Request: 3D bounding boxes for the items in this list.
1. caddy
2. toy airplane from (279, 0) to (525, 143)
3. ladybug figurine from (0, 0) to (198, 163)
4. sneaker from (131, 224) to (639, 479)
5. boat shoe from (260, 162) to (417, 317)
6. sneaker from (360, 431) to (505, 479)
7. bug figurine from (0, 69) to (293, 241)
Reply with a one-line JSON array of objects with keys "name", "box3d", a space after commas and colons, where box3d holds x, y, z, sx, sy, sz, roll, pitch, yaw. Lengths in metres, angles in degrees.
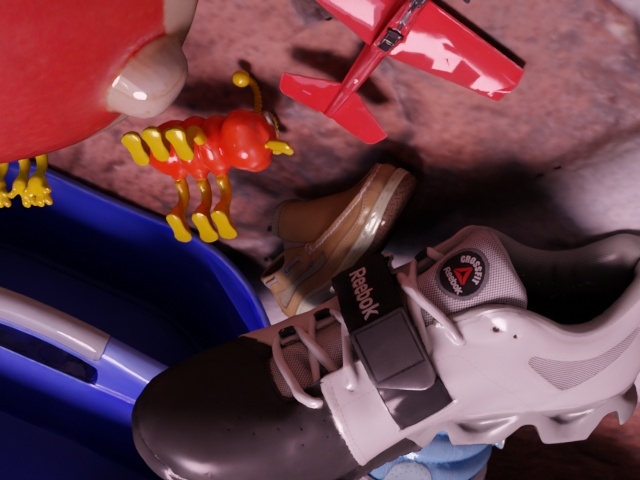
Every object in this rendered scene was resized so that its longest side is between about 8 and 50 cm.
[{"name": "caddy", "box3d": [-0.198, 0.080, 0.929, 0.341, 0.241, 0.179, 24, 153, -4]}, {"name": "toy airplane", "box3d": [0.028, -0.104, 0.730, 0.151, 0.028, 0.151, 16, 145, 11]}, {"name": "ladybug figurine", "box3d": [-0.257, -0.180, 0.583, 0.449, 0.162, 0.305, 31, 129, 4]}, {"name": "sneaker", "box3d": [0.050, 0.054, 0.790, 0.331, 0.122, 0.146, -10, 136, -20]}, {"name": "boat shoe", "box3d": [0.000, 0.000, 0.866, 0.072, 0.068, 0.190, 38, 145, 3]}, {"name": "sneaker", "box3d": [0.078, 0.152, 0.994, 0.127, 0.208, 0.319, 12, -178, 3]}, {"name": "bug figurine", "box3d": [-0.141, -0.119, 0.759, 0.216, 0.072, 0.279, -2, 135, 21]}]
